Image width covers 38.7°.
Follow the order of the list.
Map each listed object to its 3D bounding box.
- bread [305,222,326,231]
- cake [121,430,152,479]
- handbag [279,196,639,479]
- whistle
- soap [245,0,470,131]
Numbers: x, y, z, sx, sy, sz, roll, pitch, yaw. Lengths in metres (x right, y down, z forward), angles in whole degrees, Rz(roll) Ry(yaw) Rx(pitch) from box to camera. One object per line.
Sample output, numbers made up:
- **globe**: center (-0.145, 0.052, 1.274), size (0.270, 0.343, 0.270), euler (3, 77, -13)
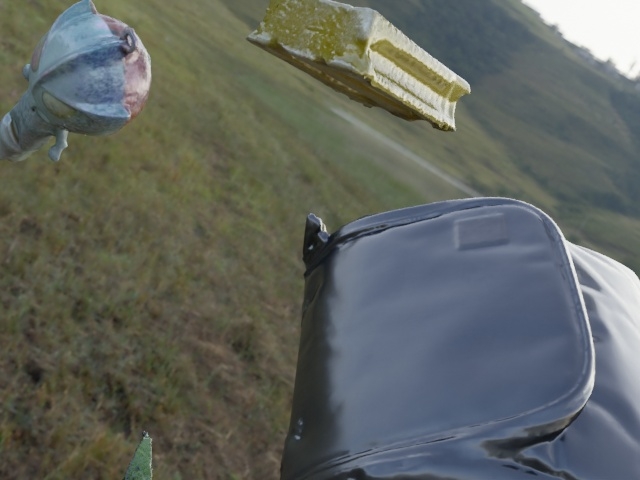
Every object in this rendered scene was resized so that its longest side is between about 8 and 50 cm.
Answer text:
- **bread**: center (0.000, 0.000, 1.599), size (0.049, 0.034, 0.088), euler (42, -22, 53)
- **cake**: center (-0.298, 0.438, 1.487), size (0.099, 0.100, 0.235), euler (24, 41, -4)
- **handbag**: center (0.117, 0.087, 0.621), size (0.275, 0.178, 0.301), euler (27, 34, -13)
- **whistle**: center (-0.311, -0.177, 1.112), size (0.346, 0.133, 0.142), euler (-23, -71, 47)
- **soap**: center (0.065, -0.253, 1.302), size (0.199, 0.091, 0.315), euler (23, 3, 34)
